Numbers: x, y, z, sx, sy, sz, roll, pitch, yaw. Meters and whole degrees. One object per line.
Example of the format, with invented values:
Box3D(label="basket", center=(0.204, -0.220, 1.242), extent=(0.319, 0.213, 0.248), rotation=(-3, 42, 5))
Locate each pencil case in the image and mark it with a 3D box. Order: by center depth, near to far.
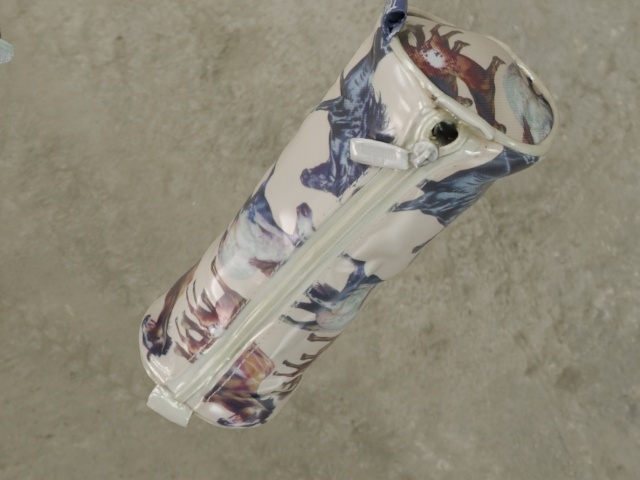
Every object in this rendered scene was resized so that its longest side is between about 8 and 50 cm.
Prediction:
Box3D(label="pencil case", center=(0.000, 0.000, 0.632), extent=(0.160, 0.183, 0.410), rotation=(46, 121, 6))

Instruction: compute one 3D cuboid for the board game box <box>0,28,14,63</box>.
Box3D(label="board game box", center=(-0.545, -0.195, 0.642), extent=(0.389, 0.390, 0.050), rotation=(-11, 81, 13))
